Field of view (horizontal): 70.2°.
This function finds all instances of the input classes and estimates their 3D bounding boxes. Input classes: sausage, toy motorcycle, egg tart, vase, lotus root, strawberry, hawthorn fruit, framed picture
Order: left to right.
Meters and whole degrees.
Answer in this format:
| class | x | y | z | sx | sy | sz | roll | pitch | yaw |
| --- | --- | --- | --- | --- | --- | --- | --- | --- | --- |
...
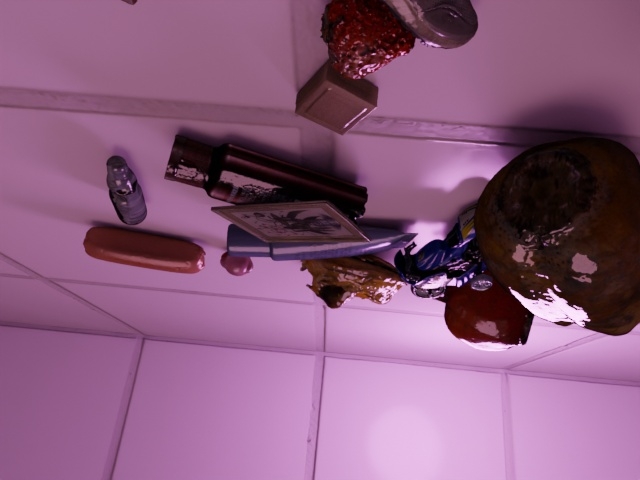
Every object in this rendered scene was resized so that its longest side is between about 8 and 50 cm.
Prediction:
| class | x | y | z | sx | sy | sz | roll | pitch | yaw |
| --- | --- | --- | --- | --- | --- | --- | --- | --- | --- |
| vase | -0.366 | -0.094 | 0.849 | 0.059 | 0.060 | 0.211 | 10 | 157 | -10 |
| sausage | -0.426 | 0.025 | 1.113 | 0.288 | 0.086 | 0.086 | 12 | 156 | -11 |
| framed picture | -0.049 | -0.027 | 0.782 | 0.231 | 0.010 | 0.173 | -1 | 160 | 31 |
| egg tart | 0.074 | 0.110 | 1.123 | 0.296 | 0.132 | 0.297 | 9 | 169 | 2 |
| strawberry | 0.048 | -0.208 | 0.462 | 0.096 | 0.083 | 0.083 | 1 | 158 | -10 |
| toy motorcycle | 0.258 | 0.033 | 0.921 | 0.168 | 0.113 | 0.315 | 19 | 140 | -19 |
| hawthorn fruit | 0.389 | 0.162 | 1.093 | 0.249 | 0.216 | 0.215 | 5 | 157 | -1 |
| lotus root | 0.364 | -0.007 | 0.659 | 0.250 | 0.251 | 0.346 | -13 | 151 | 37 |

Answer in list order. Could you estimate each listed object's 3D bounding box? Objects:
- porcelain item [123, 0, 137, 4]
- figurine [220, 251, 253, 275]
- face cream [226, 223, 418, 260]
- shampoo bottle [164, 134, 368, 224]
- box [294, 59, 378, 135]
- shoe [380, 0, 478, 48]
| class | x | y | z | sx | sy | sz | roll | pitch | yaw |
| --- | --- | --- | --- | --- | --- | --- | --- | --- | --- |
| porcelain item | -0.267 | -0.281 | 0.395 | 0.213 | 0.054 | 0.084 | 15 | 154 | -18 |
| figurine | -0.213 | 0.056 | 1.155 | 0.083 | 0.071 | 0.067 | 3 | 116 | -14 |
| face cream | 0.000 | 0.000 | 0.956 | 0.384 | 0.087 | 0.135 | 0 | 167 | -3 |
| shampoo bottle | -0.088 | -0.091 | 0.761 | 0.322 | 0.084 | 0.129 | 15 | 158 | -18 |
| box | 0.019 | -0.179 | 0.586 | 0.079 | 0.035 | 0.083 | 19 | 155 | -28 |
| shoe | 0.085 | -0.240 | 0.388 | 0.194 | 0.074 | 0.077 | 24 | 146 | -32 |
